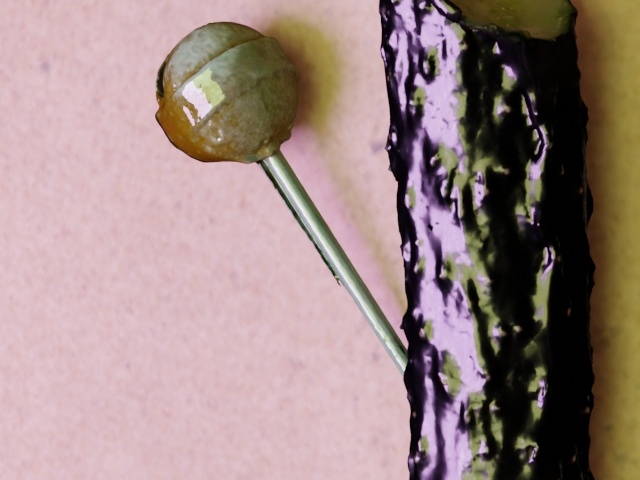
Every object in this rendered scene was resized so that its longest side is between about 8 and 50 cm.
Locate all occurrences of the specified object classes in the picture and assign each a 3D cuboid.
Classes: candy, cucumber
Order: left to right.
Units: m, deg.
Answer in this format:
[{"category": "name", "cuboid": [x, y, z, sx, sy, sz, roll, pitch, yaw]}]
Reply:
[{"category": "candy", "cuboid": [0.000, 0.000, 0.746, 0.061, 0.061, 0.202, -37, 82, 32]}, {"category": "cucumber", "cuboid": [0.064, 0.054, 0.682, 0.072, 0.081, 0.303, 4, 100, 45]}]
